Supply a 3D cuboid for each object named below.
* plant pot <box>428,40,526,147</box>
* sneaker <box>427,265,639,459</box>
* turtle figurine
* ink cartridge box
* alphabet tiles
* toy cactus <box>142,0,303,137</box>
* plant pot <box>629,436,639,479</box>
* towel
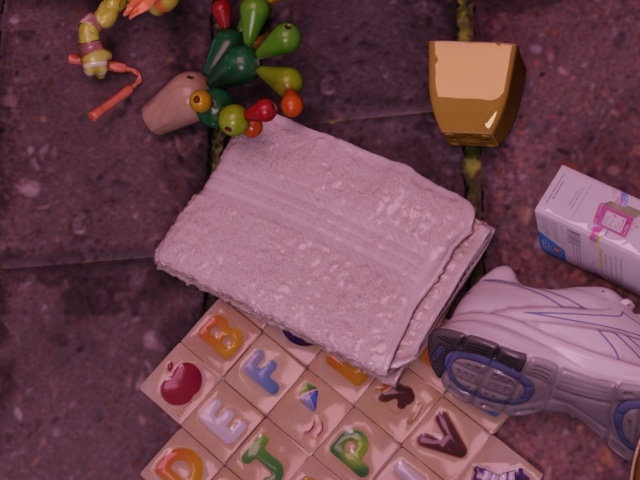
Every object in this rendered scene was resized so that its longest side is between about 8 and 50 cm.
[{"bbox_3d":[0.141,-0.131,1.347,0.082,0.081,0.083,5,80,16],"label":"plant pot"},{"bbox_3d":[0.244,0.099,1.212,0.297,0.111,0.129,22,51,12],"label":"sneaker"},{"bbox_3d":[-0.229,-0.264,1.488,0.217,0.087,0.269,23,76,21],"label":"turtle figurine"},{"bbox_3d":[0.252,-0.003,1.258,0.122,0.088,0.052,28,75,22],"label":"ink cartridge box"},{"bbox_3d":[0.011,0.168,1.292,0.342,0.011,0.285,38,81,24],"label":"alphabet tiles"},{"bbox_3d":[-0.100,-0.159,1.396,0.180,0.112,0.219,-29,43,25],"label":"toy cactus"},{"bbox_3d":[0.347,0.175,1.125,0.236,0.032,0.236,-2,106,-8],"label":"plant pot"},{"bbox_3d":[0.000,0.000,1.331,0.282,0.049,0.187,24,70,25],"label":"towel"}]
